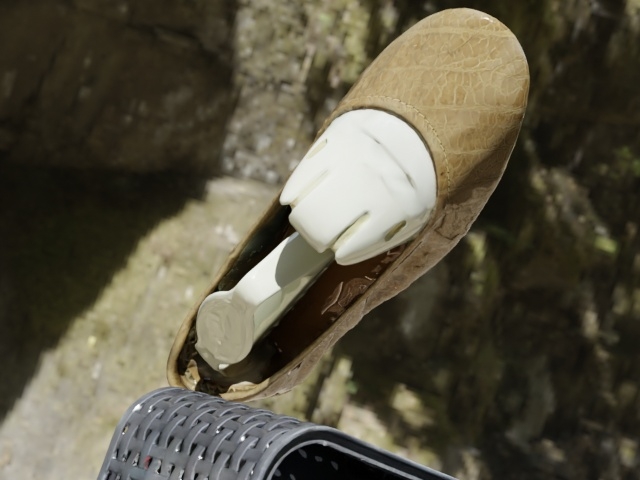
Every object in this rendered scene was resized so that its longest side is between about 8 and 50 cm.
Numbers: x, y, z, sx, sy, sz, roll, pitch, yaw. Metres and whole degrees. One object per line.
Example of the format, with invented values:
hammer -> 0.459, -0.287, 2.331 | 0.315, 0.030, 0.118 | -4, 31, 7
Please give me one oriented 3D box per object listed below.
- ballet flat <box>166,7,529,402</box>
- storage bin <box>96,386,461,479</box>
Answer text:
ballet flat -> 0.000, 0.000, 0.929 | 0.116, 0.342, 0.124 | 49, 38, 8
storage bin -> -0.022, 0.150, 0.480 | 0.122, 0.180, 0.084 | 27, -13, -37
